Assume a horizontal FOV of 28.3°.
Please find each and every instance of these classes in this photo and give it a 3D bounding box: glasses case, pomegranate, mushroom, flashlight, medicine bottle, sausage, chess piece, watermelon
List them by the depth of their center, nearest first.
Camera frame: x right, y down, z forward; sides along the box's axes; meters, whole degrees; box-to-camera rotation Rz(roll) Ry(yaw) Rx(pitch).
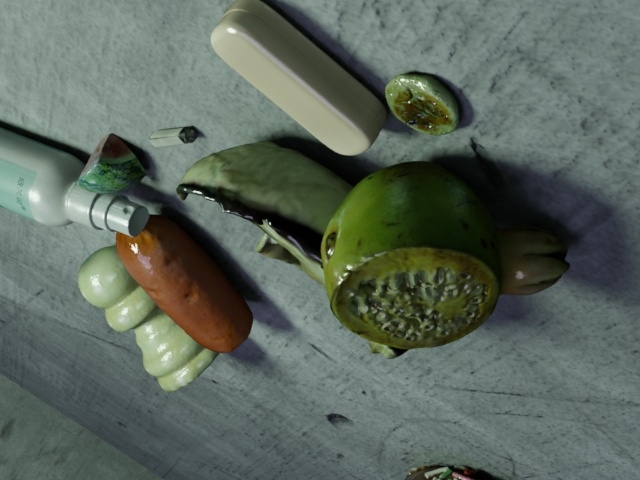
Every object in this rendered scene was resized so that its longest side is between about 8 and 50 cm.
[{"bbox_3d":[-0.021,-0.162,1.272,0.196,0.050,0.083,39,159,-15],"label":"glasses case"},{"bbox_3d":[0.118,-0.004,1.302,0.241,0.159,0.190,-16,139,21],"label":"pomegranate"},{"bbox_3d":[0.000,-0.002,1.487,0.344,0.130,0.247,39,172,-13],"label":"mushroom"},{"bbox_3d":[-0.184,-0.129,1.586,0.083,0.018,0.018,0,139,51],"label":"flashlight"},{"bbox_3d":[-0.288,-0.098,1.720,0.084,0.092,0.072,76,173,-47],"label":"watermelon"},{"bbox_3d":[-0.395,-0.080,1.832,0.352,0.110,0.110,21,155,27],"label":"medicine bottle"},{"bbox_3d":[-0.202,0.058,1.873,0.113,0.113,0.259,9,146,44],"label":"sausage"},{"bbox_3d":[-0.288,0.112,2.079,0.251,0.144,0.144,48,153,-19],"label":"chess piece"}]

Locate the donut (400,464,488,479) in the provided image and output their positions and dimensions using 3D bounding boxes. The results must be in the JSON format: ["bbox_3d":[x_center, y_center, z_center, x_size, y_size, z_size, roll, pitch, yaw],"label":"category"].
[{"bbox_3d":[0.242,0.469,2.100,0.259,0.136,0.345,47,153,-26],"label":"donut"}]

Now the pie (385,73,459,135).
[{"bbox_3d":[0.099,-0.131,1.223,0.085,0.017,0.085,26,156,12],"label":"pie"}]
